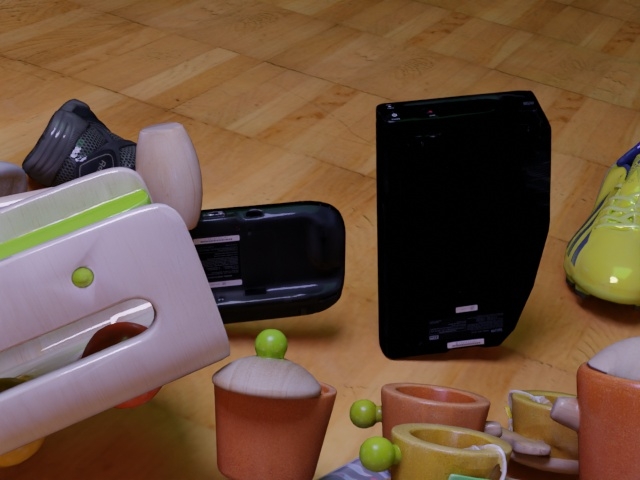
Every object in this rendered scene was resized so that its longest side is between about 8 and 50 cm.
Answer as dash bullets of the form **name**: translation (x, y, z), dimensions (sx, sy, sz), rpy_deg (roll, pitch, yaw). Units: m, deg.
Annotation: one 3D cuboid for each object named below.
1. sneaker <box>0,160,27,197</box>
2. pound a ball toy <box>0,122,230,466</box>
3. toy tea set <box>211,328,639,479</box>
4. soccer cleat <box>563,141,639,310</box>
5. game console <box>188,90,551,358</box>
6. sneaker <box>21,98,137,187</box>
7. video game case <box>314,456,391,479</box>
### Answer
- **sneaker**: translation (-0.360, -0.013, 0.875), dimensions (0.147, 0.104, 0.296), rpy_deg (25, 34, 17)
- **pound a ball toy**: translation (-0.192, 0.052, 0.711), dimensions (0.319, 0.135, 0.208), rpy_deg (-23, 20, -14)
- **toy tea set**: translation (0.100, 0.096, 0.716), dimensions (0.336, 0.124, 0.200), rpy_deg (5, 3, -30)
- **soccer cleat**: translation (0.304, -0.028, 1.128), dimensions (0.093, 0.121, 0.289), rpy_deg (19, 28, 15)
- **game console**: translation (0.000, 0.000, 0.886), dimensions (0.361, 0.213, 0.044), rpy_deg (-6, 30, -7)
- **sneaker**: translation (-0.206, -0.067, 1.075), dimensions (0.130, 0.087, 0.227), rpy_deg (34, -1, -16)
- **video game case**: translation (0.038, 0.214, 0.669), dimensions (0.201, 0.023, 0.183), rpy_deg (31, 33, 35)
